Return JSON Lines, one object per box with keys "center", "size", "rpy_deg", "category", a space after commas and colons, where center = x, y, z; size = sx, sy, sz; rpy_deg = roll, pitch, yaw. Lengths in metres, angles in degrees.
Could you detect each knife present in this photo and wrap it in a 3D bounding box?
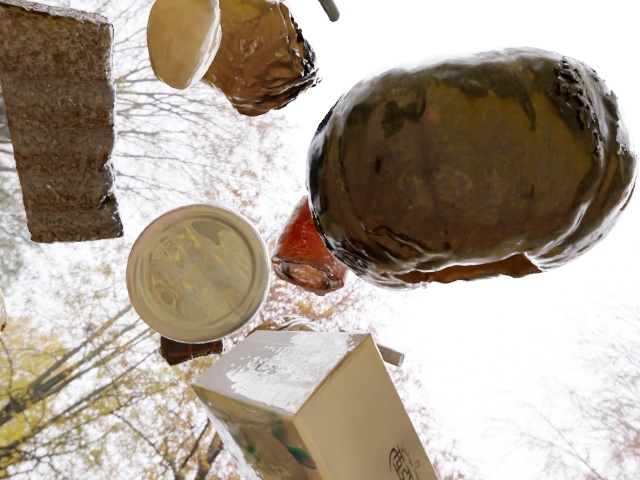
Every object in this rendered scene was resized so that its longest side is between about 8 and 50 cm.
{"center": [0.002, -0.598, 1.036], "size": [0.044, 0.162, 0.023], "rpy_deg": [19, -100, 34], "category": "knife"}

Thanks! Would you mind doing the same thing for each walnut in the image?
{"center": [-0.060, 0.205, 0.748], "size": [0.144, 0.180, 0.144], "rpy_deg": [11, -76, 48], "category": "walnut"}

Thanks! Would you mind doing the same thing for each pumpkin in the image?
{"center": [0.137, -0.055, 0.435], "size": [0.320, 0.320, 0.193], "rpy_deg": [-11, -109, 23], "category": "pumpkin"}

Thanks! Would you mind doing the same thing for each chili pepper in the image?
{"center": [0.000, 0.000, 1.390], "size": [0.251, 0.306, 0.229], "rpy_deg": [20, -22, 8], "category": "chili pepper"}

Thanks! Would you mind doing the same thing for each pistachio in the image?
{"center": [-0.270, -0.398, 0.820], "size": [0.117, 0.145, 0.201], "rpy_deg": [43, -70, 32], "category": "pistachio"}

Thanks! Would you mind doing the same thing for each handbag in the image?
{"center": [-0.415, 0.305, 1.401], "size": [0.155, 0.215, 0.170], "rpy_deg": [19, -72, 51], "category": "handbag"}

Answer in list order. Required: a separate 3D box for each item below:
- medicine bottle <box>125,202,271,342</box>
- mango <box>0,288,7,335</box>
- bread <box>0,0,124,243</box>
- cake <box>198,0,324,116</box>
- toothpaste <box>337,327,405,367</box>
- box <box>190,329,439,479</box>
{"center": [-0.225, 0.073, 0.848], "size": [0.252, 0.241, 0.253], "rpy_deg": [2, -102, -7], "category": "medicine bottle"}
{"center": [-0.954, 0.193, 1.118], "size": [0.182, 0.253, 0.365], "rpy_deg": [11, -28, -11], "category": "mango"}
{"center": [-0.441, -0.181, 0.744], "size": [0.113, 0.165, 0.417], "rpy_deg": [49, -43, 40], "category": "bread"}
{"center": [-0.145, -0.505, 1.193], "size": [0.320, 0.332, 0.333], "rpy_deg": [32, -65, -1], "category": "cake"}
{"center": [0.133, 0.288, 1.156], "size": [0.194, 0.043, 0.067], "rpy_deg": [15, -40, 34], "category": "toothpaste"}
{"center": [0.006, 0.240, 0.451], "size": [0.203, 0.116, 0.275], "rpy_deg": [-12, -72, 49], "category": "box"}
